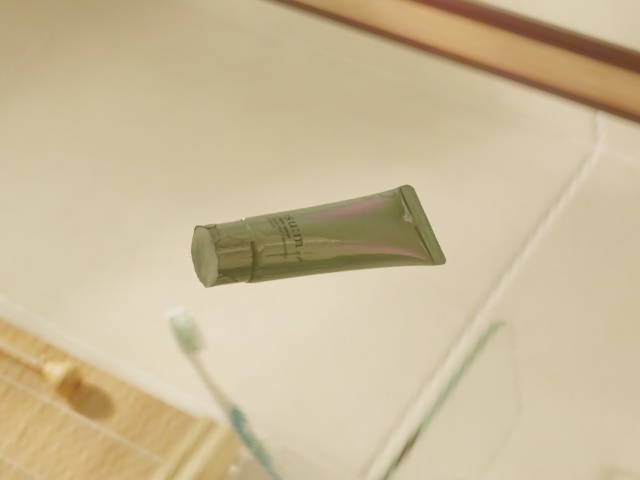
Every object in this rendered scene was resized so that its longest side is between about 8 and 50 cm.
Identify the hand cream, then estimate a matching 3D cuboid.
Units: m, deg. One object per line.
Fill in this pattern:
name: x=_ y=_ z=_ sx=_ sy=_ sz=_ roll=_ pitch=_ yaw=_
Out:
hand cream: x=0.000 y=0.000 z=1.222 sx=0.205 sy=0.078 sz=0.050 roll=-9 pitch=-30 yaw=-28
